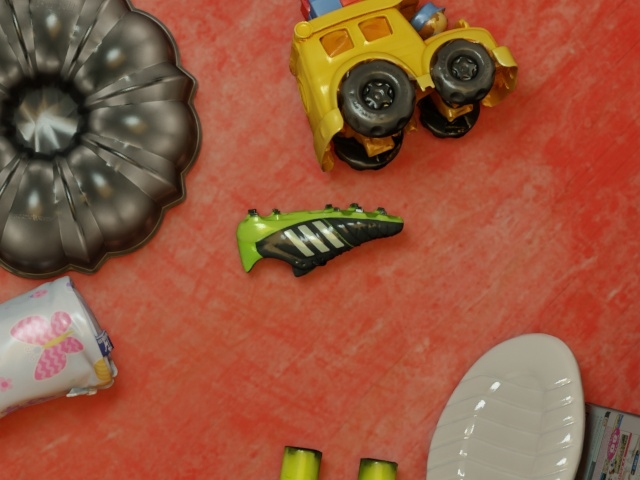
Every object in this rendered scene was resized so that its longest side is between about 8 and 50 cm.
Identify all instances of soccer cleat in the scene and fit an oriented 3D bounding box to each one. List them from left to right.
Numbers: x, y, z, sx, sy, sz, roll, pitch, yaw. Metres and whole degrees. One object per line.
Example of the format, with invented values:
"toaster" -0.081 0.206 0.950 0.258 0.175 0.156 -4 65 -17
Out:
"soccer cleat" 0.000 0.000 1.874 0.178 0.060 0.072 -3 99 0

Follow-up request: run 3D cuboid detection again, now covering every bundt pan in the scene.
"bundt pan" -0.282 -0.123 1.807 0.330 0.124 0.331 0 90 -7

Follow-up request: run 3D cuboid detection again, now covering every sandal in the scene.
"sandal" 0.193 0.301 1.845 0.169 0.102 0.416 0 66 28

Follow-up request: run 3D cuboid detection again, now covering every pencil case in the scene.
"pencil case" -0.347 0.139 1.799 0.273 0.113 0.124 -23 120 -7

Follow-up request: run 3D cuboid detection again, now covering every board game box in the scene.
"board game box" 0.315 0.289 1.776 0.097 0.303 0.224 15 88 -5

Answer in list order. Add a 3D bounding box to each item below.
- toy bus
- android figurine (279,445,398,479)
"toy bus" 0.070 -0.201 1.852 0.220 0.149 0.211 -20 75 -9
"android figurine" 0.002 0.360 1.863 0.248 0.056 0.273 8 87 -7
